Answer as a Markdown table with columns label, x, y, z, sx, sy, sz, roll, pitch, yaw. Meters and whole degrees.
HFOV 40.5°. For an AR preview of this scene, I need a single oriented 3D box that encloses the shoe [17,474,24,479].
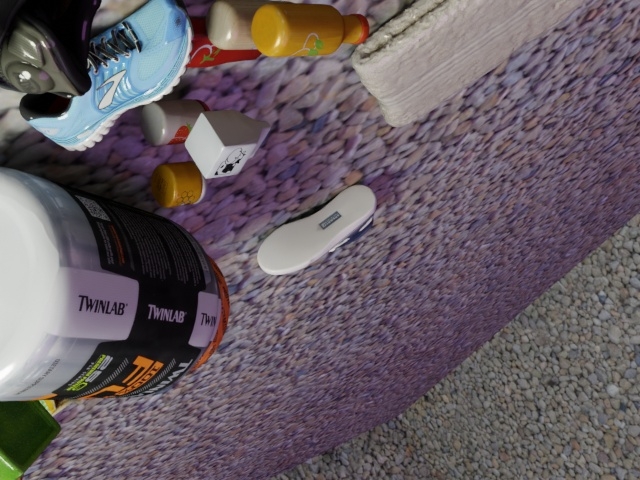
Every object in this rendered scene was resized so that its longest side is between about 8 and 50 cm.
| label | x | y | z | sx | sy | sz | roll | pitch | yaw |
| --- | --- | --- | --- | --- | --- | --- | --- | --- | --- |
| shoe | -0.476 | 0.326 | 1.319 | 0.076 | 0.058 | 0.219 | 4 | 140 | -27 |

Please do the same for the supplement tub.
| label | x | y | z | sx | sy | sz | roll | pitch | yaw |
| --- | --- | --- | --- | --- | --- | --- | --- | --- | --- |
| supplement tub | -0.224 | 0.053 | 0.824 | 0.193 | 0.194 | 0.316 | -37 | 160 | 13 |

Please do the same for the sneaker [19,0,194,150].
| label | x | y | z | sx | sy | sz | roll | pitch | yaw |
| --- | --- | --- | --- | --- | --- | --- | --- | --- | --- |
| sneaker | -0.166 | -0.130 | 0.668 | 0.162 | 0.063 | 0.073 | -39 | 157 | 17 |

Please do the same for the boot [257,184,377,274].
| label | x | y | z | sx | sy | sz | roll | pitch | yaw |
| --- | --- | --- | --- | --- | --- | --- | --- | --- | --- |
| boot | 0.000 | 0.000 | 1.223 | 0.190 | 0.069 | 0.086 | -31 | 158 | -10 |

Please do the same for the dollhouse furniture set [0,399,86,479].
| label | x | y | z | sx | sy | sz | roll | pitch | yaw |
| --- | --- | --- | --- | --- | --- | --- | --- | --- | --- |
| dollhouse furniture set | -0.390 | 0.179 | 1.066 | 0.197 | 0.151 | 0.301 | -36 | -170 | 28 |

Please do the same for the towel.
| label | x | y | z | sx | sy | sz | roll | pitch | yaw |
| --- | --- | --- | --- | --- | --- | --- | --- | --- | --- |
| towel | 0.169 | -0.239 | 0.944 | 0.282 | 0.049 | 0.187 | -34 | 159 | 7 |

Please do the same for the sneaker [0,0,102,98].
| label | x | y | z | sx | sy | sz | roll | pitch | yaw |
| --- | --- | --- | --- | --- | --- | --- | --- | --- | --- |
| sneaker | -0.222 | -0.115 | 0.520 | 0.227 | 0.130 | 0.087 | -34 | 159 | 12 |

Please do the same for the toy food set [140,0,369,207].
| label | x | y | z | sx | sy | sz | roll | pitch | yaw |
| --- | --- | --- | --- | --- | --- | --- | --- | --- | --- |
| toy food set | -0.067 | -0.128 | 0.747 | 0.104 | 0.111 | 0.232 | -13 | 150 | -43 |
